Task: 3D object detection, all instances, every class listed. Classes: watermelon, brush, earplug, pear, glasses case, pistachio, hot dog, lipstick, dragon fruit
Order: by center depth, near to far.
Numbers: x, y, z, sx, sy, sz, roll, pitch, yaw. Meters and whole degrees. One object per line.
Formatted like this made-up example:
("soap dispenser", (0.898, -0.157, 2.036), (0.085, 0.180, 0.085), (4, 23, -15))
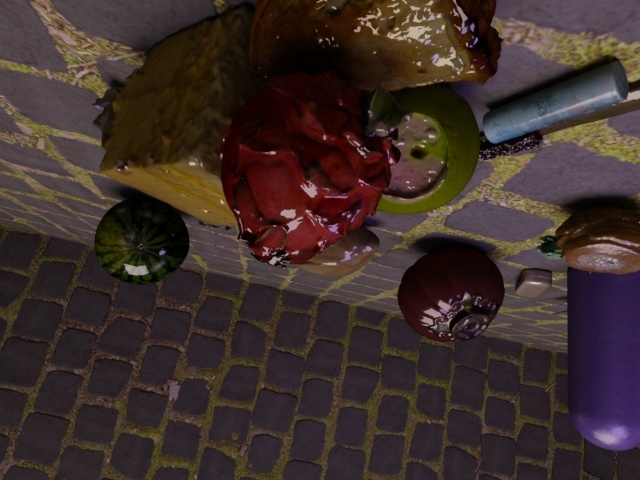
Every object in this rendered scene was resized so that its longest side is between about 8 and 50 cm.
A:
("dragon fruit", (-0.016, -0.078, 0.416), (0.172, 0.209, 0.172), (40, -167, -11))
("hot dog", (0.046, -0.218, 0.417), (0.259, 0.114, 0.175), (6, 169, 35))
("lipstick", (0.289, -0.169, 0.515), (0.048, 0.048, 0.158), (22, 161, -32))
("pear", (0.119, -0.128, 0.559), (0.188, 0.187, 0.220), (8, -161, 15))
("brush", (0.322, -0.155, 0.562), (0.043, 0.036, 0.248), (18, 164, -36))
("earplug", (0.753, 0.299, 1.060), (0.215, 0.455, 0.215), (11, 167, 3))
("pistachio", (0.022, 0.012, 1.150), (0.293, 0.181, 0.162), (0, 123, 28))
("glasses case", (0.674, 0.138, 1.295), (0.083, 0.050, 0.196), (9, 164, 18))
("watermelon", (-0.580, 0.001, 1.329), (0.285, 0.284, 0.285), (11, 164, 3))

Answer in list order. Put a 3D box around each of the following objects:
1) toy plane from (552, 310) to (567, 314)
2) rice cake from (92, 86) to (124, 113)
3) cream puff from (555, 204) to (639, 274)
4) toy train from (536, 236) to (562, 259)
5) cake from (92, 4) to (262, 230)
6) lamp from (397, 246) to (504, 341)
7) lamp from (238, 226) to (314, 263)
("toy plane", (0.899, 0.221, 1.373), (0.212, 0.088, 0.267), (1, 153, 32))
("rice cake", (-0.328, -0.190, 0.869), (0.070, 0.064, 0.399), (0, 163, 7))
("cream puff", (0.542, -0.006, 0.775), (0.165, 0.115, 0.150), (20, 158, 4))
("toy train", (0.581, 0.020, 0.959), (0.081, 0.050, 0.122), (20, 162, -42))
("cake", (-0.165, -0.148, 0.602), (0.286, 0.222, 0.227), (2, 160, 35))
("lamp", (0.376, 0.156, 1.181), (0.304, 0.257, 0.303), (-7, 131, -9))
("lamp", (-0.083, -0.052, 0.892), (0.227, 0.226, 0.227), (11, 164, 3))
